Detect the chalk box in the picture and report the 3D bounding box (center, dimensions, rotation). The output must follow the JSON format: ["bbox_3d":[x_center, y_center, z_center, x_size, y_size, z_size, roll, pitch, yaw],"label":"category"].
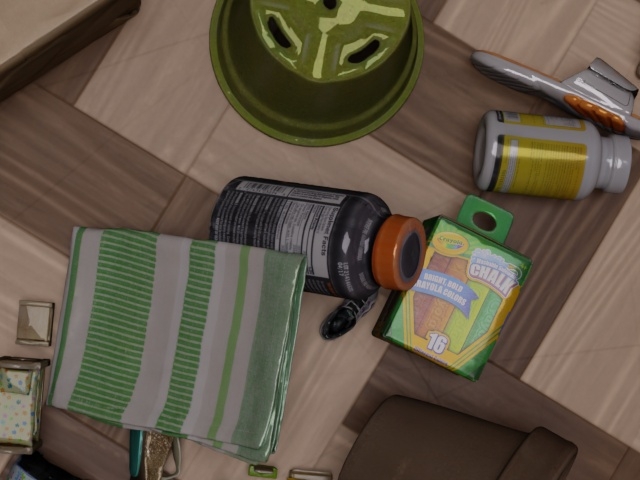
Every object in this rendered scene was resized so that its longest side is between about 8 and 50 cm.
[{"bbox_3d":[0.170,0.049,1.731,0.132,0.132,0.213,25,87,-3],"label":"chalk box"}]

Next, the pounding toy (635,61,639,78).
[{"bbox_3d":[0.473,-0.334,1.751,0.154,0.155,0.269,16,87,-7],"label":"pounding toy"}]

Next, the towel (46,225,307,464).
[{"bbox_3d":[-0.179,0.116,1.673,0.325,0.038,0.247,9,90,28],"label":"towel"}]

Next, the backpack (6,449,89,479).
[{"bbox_3d":[-0.338,0.314,1.699,0.105,0.114,0.084,30,86,-3],"label":"backpack"}]

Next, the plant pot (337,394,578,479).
[{"bbox_3d":[0.147,0.305,1.682,0.229,0.263,0.263,28,86,15],"label":"plant pot"}]

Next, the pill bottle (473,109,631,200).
[{"bbox_3d":[0.290,-0.104,1.758,0.184,0.103,0.103,6,88,-3],"label":"pill bottle"}]

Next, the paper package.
[{"bbox_3d":[-0.420,-0.350,1.687,0.309,0.168,0.324,-34,91,-6],"label":"paper package"}]

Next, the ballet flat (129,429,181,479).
[{"bbox_3d":[-0.208,0.302,1.734,0.067,0.073,0.206,9,92,-26],"label":"ballet flat"}]

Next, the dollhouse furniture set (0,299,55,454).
[{"bbox_3d":[-0.417,0.160,1.706,0.161,0.101,0.181,5,88,-3],"label":"dollhouse furniture set"}]

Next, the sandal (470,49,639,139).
[{"bbox_3d":[0.322,-0.203,1.765,0.265,0.102,0.076,24,90,-1],"label":"sandal"}]

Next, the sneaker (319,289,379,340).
[{"bbox_3d":[0.040,0.089,1.753,0.038,0.069,0.098,40,86,-2],"label":"sneaker"}]

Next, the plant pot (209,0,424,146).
[{"bbox_3d":[0.004,-0.259,1.671,0.276,0.254,0.276,0,88,-4],"label":"plant pot"}]

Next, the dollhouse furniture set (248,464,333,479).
[{"bbox_3d":[-0.055,0.321,1.745,0.152,0.058,0.076,7,88,-3],"label":"dollhouse furniture set"}]

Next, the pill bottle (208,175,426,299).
[{"bbox_3d":[0.000,0.000,1.674,0.246,0.130,0.130,9,87,28],"label":"pill bottle"}]
